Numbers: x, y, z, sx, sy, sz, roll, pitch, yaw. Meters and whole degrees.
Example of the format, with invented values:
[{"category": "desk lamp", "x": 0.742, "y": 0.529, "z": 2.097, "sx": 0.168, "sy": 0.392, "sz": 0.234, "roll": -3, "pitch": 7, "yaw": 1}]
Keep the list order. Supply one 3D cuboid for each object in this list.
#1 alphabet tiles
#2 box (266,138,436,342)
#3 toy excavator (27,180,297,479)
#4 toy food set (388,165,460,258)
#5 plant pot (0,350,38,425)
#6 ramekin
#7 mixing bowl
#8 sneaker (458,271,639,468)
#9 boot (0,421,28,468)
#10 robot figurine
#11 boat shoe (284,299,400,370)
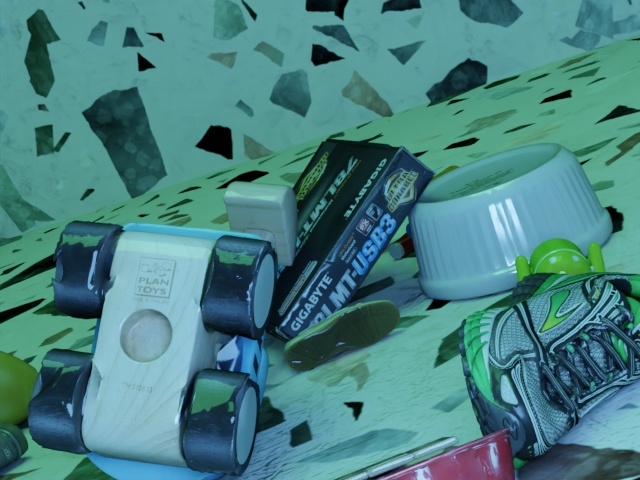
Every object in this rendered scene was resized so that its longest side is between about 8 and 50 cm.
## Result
[{"category": "alphabet tiles", "x": 0.023, "y": 0.214, "z": 1.304, "sx": 0.198, "sy": 0.009, "sz": 0.237, "roll": -22, "pitch": -8, "yaw": -2}, {"category": "box", "x": 0.000, "y": 0.000, "z": 2.004, "sx": 0.295, "sy": 0.073, "sz": 0.293, "roll": -56, "pitch": 18, "yaw": -6}, {"category": "toy excavator", "x": -0.136, "y": 0.087, "z": 1.694, "sx": 0.222, "sy": 0.433, "sz": 0.445, "roll": 5, "pitch": -17, "yaw": 10}, {"category": "toy food set", "x": 0.113, "y": -0.038, "z": 2.206, "sx": 0.232, "sy": 0.111, "sz": 0.104, "roll": -6, "pitch": 18, "yaw": 43}, {"category": "plant pot", "x": -0.451, "y": 0.214, "z": 2.068, "sx": 0.095, "sy": 0.134, "sz": 0.134, "roll": 1, "pitch": -3, "yaw": -35}, {"category": "ramekin", "x": 0.239, "y": -0.032, "z": 1.931, "sx": 0.273, "sy": 0.127, "sz": 0.273, "roll": -20, "pitch": 12, "yaw": 5}, {"category": "mixing bowl", "x": 0.078, "y": 0.218, "z": 1.105, "sx": 0.181, "sy": 0.098, "sz": 0.181, "roll": -22, "pitch": -9, "yaw": -4}, {"category": "sneaker", "x": 0.230, "y": 0.098, "z": 1.354, "sx": 0.146, "sy": 0.134, "sz": 0.343, "roll": -13, "pitch": 13, "yaw": 29}, {"category": "boot", "x": -0.495, "y": 0.305, "z": 1.859, "sx": 0.189, "sy": 0.076, "sz": 0.208, "roll": -14, "pitch": 20, "yaw": 39}, {"category": "robot figurine", "x": 0.279, "y": 0.037, "z": 1.701, "sx": 0.101, "sy": 0.067, "sz": 0.115, "roll": -8, "pitch": 13, "yaw": 4}, {"category": "boat shoe", "x": 0.025, "y": 0.114, "z": 1.830, "sx": 0.153, "sy": 0.056, "sz": 0.048, "roll": -28, "pitch": 16, "yaw": 1}]
